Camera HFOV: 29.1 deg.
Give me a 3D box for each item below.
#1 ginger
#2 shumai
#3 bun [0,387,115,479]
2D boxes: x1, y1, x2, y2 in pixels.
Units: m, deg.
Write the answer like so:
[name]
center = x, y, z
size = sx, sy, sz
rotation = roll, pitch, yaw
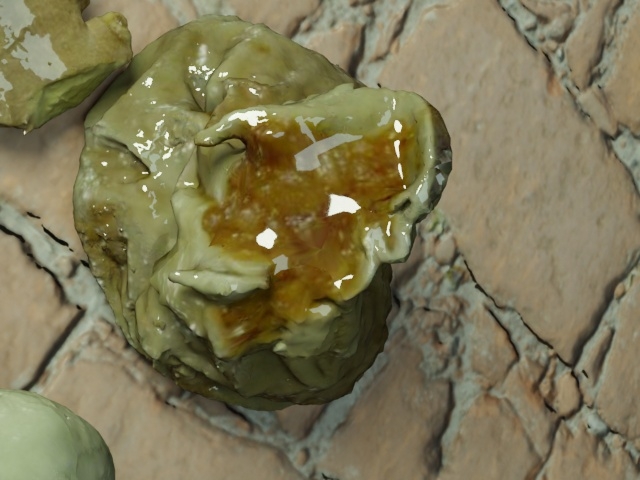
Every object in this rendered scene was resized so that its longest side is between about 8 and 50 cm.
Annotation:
[ginger]
center = -0.220, -0.172, 0.805
size = 0.137, 0.074, 0.213
rotation = -48, 113, -21
[shumai]
center = 0.000, 0.000, 0.866
size = 0.267, 0.262, 0.314
rotation = -36, 116, -26
[bun]
center = -0.231, 0.217, 0.750
size = 0.168, 0.273, 0.273
rotation = 19, 83, 5
